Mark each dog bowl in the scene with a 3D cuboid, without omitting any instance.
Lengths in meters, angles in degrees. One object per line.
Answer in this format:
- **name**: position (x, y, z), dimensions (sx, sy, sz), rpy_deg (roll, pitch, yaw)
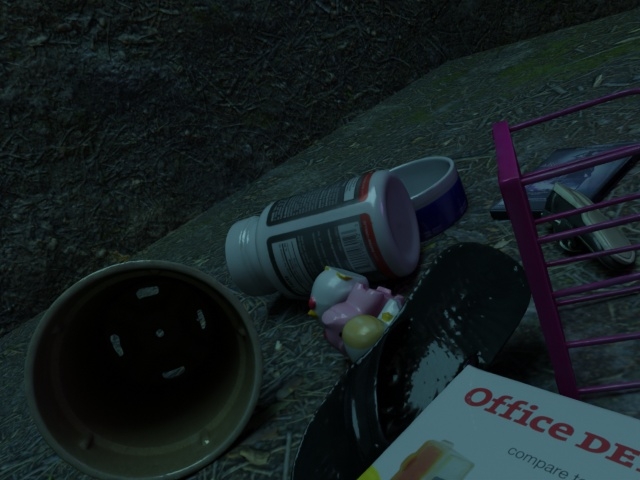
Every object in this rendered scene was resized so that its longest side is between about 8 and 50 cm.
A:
- **dog bowl**: position (0.200, -0.089, 1.284), dimensions (0.265, 0.104, 0.265), rpy_deg (-23, 20, 9)

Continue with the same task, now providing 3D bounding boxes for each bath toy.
- **bath toy**: position (0.071, 0.138, 0.866), dimensions (0.151, 0.129, 0.348), rpy_deg (14, 6, -26)

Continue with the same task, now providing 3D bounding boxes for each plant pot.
- **plant pot**: position (-0.282, 0.186, 0.949), dimensions (0.334, 0.334, 0.305), rpy_deg (-30, 9, -10)

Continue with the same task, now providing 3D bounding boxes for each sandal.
- **sandal**: position (0.104, 0.155, 0.610), dimensions (0.167, 0.107, 0.446), rpy_deg (24, 58, 18)

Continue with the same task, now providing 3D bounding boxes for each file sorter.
- **file sorter**: position (0.328, 0.000, 0.632), dimensions (0.182, 0.290, 0.202), rpy_deg (-15, 22, 21)

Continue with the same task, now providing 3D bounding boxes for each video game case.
- **video game case**: position (0.499, -0.122, 1.111), dimensions (0.274, 0.026, 0.196), rpy_deg (-38, 23, -27)

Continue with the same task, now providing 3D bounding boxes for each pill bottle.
- **pill bottle**: position (0.000, 0.000, 1.124), dimensions (0.363, 0.210, 0.210), rpy_deg (-13, 24, 27)

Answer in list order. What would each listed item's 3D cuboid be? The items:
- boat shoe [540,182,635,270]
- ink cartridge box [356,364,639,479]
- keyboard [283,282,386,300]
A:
- **boat shoe**: position (0.422, -0.012, 0.887), dimensions (0.079, 0.084, 0.233), rpy_deg (-60, 15, 25)
- **ink cartridge box**: position (0.110, 0.288, 0.366), dimensions (0.385, 0.160, 0.279), rpy_deg (-36, 22, -26)
- **keyboard**: position (0.024, 0.105, 1.153), dimensions (0.256, 0.014, 0.072), rpy_deg (-1, 31, 49)
